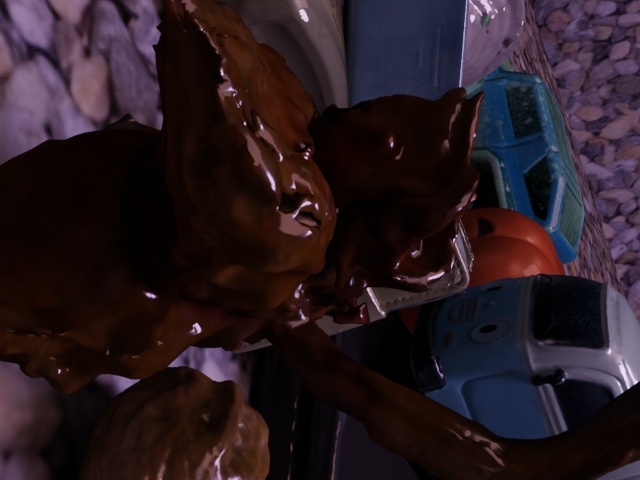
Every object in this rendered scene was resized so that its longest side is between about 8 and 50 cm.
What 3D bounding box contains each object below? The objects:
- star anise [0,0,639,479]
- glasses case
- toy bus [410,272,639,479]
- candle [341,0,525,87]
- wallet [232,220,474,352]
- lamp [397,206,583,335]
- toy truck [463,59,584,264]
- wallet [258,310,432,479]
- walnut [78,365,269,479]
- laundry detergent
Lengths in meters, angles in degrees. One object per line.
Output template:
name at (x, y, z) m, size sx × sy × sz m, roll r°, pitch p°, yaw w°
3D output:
star anise at (0.007, 0.008, 0.447) m, size 0.237 × 0.346 × 0.148 m, roll 109°, pitch -4°, yaw -59°
glasses case at (0.056, -0.144, 0.836) m, size 0.056 × 0.105 × 0.266 m, roll -38°, pitch 134°, yaw -60°
toy bus at (0.176, 0.154, 0.776) m, size 0.133 × 0.164 × 0.271 m, roll -61°, pitch 132°, yaw -63°
candle at (0.103, -0.239, 1.076) m, size 0.187 × 0.187 × 0.330 m, roll 55°, pitch 28°, yaw -40°
wallet at (0.000, 0.000, 0.630) m, size 0.039 × 0.155 × 0.110 m, roll -70°, pitch 139°, yaw -61°
lamp at (0.157, 0.061, 0.989) m, size 0.187 × 0.163 × 0.188 m, roll -16°, pitch 90°, yaw -72°
toy truck at (0.184, -0.097, 1.204) m, size 0.155 × 0.156 × 0.279 m, roll 37°, pitch 42°, yaw -59°
wallet at (0.073, 0.186, 0.807) m, size 0.406 × 0.062 × 0.228 m, roll 53°, pitch 27°, yaw -43°
walnut at (-0.064, 0.100, 0.496) m, size 0.079 × 0.082 × 0.096 m, roll 37°, pitch 32°, yaw -12°
laundry detergent at (-0.030, -0.200, 0.809) m, size 0.181 × 0.091 × 0.253 m, roll 63°, pitch 20°, yaw -49°
